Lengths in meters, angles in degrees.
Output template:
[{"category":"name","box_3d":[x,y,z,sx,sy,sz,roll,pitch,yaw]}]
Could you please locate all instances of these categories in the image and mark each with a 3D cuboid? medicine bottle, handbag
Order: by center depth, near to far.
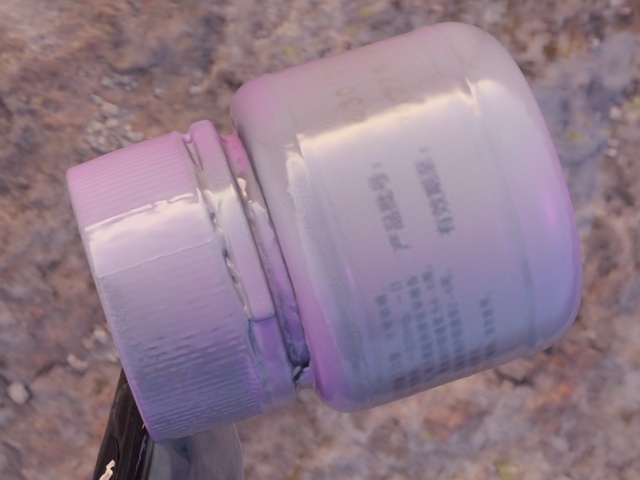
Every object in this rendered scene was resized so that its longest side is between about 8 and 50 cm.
[{"category":"medicine bottle","box_3d":[0.000,0.000,1.048,0.302,0.241,0.241,-17,113,-6]},{"category":"handbag","box_3d":[-0.118,0.217,1.208,0.075,0.332,0.192,-11,126,12]}]
